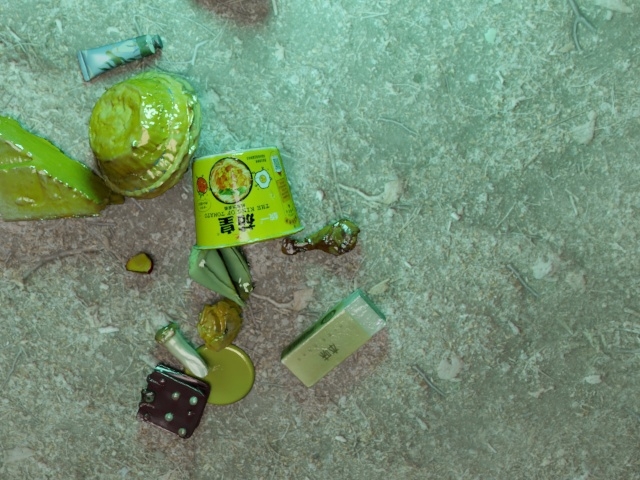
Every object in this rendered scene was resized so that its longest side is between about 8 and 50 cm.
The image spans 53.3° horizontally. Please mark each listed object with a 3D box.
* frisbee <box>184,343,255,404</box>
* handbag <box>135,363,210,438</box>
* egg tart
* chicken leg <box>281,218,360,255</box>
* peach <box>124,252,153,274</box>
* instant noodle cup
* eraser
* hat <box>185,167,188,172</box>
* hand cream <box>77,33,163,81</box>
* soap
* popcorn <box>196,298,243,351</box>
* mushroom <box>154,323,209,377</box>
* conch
[{"bbox_3d":[-0.334,0.444,2.112,0.236,0.017,0.236,0,106,1],"label":"frisbee"},{"bbox_3d":[-0.488,0.533,2.101,0.216,0.074,0.203,23,108,-2],"label":"handbag"},{"bbox_3d":[-0.505,-0.307,1.755,0.388,0.169,0.387,-5,78,26],"label":"egg tart"},{"bbox_3d":[0.001,0.001,1.952,0.252,0.087,0.107,-9,85,10],"label":"chicken leg"},{"bbox_3d":[-0.562,0.081,1.994,0.083,0.050,0.077,-36,79,1],"label":"peach"},{"bbox_3d":[-0.222,-0.126,1.810,0.326,0.325,0.254,-9,96,4],"label":"instant noodle cup"},{"bbox_3d":[0.040,0.315,2.037,0.343,0.078,0.144,-42,102,11],"label":"eraser"},{"bbox_3d":[-0.470,-0.261,1.894,0.147,0.085,0.175,-21,128,10],"label":"hat"},{"bbox_3d":[-0.573,-0.531,1.824,0.256,0.055,0.088,-13,101,12],"label":"hand cream"},{"bbox_3d":[-0.772,-0.220,1.853,0.339,0.169,0.304,-4,116,2],"label":"soap"},{"bbox_3d":[-0.317,0.263,2.002,0.148,0.152,0.167,35,79,-43],"label":"popcorn"},{"bbox_3d":[-0.440,0.357,2.054,0.084,0.071,0.209,-43,94,1],"label":"mushroom"},{"bbox_3d":[-0.293,0.090,1.959,0.251,0.143,0.137,27,147,-19],"label":"conch"}]
